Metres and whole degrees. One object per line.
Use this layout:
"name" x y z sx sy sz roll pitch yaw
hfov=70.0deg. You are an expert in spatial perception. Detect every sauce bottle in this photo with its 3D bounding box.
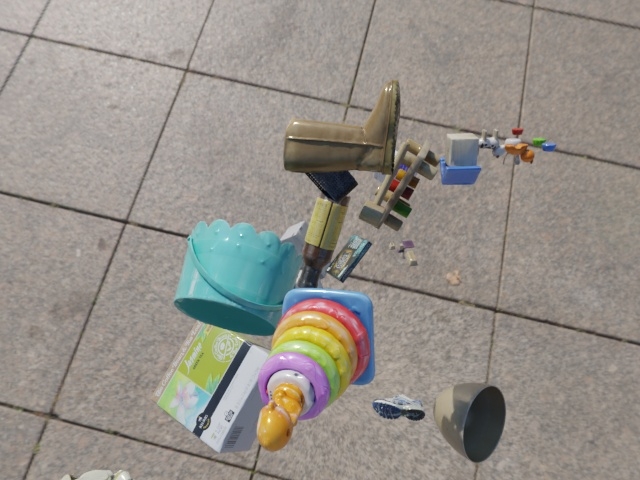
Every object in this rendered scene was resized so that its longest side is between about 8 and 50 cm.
"sauce bottle" 0.000 0.000 1.521 0.111 0.111 0.344 20 100 7

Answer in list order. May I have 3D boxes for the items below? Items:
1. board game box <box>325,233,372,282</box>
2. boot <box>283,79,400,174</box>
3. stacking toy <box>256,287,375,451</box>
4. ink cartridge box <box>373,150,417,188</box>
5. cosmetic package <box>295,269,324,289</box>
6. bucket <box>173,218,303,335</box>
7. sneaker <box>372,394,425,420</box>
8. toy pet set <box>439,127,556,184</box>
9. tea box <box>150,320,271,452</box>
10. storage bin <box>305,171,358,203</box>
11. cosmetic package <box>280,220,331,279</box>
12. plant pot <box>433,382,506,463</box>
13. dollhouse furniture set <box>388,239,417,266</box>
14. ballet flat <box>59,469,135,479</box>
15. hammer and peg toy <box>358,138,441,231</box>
"board game box" 0.107 0.067 1.746 0.026 0.126 0.186 40 84 -28
"boot" 0.050 -0.275 1.107 0.270 0.089 0.236 7 92 14
"stacking toy" -0.025 0.199 0.668 0.166 0.302 0.175 1 106 17
"ink cartridge box" 0.337 -0.300 2.025 0.208 0.206 0.045 38 64 20
"cosmetic package" -0.096 0.218 1.823 0.151 0.184 0.151 -13 101 35
"bucket" -0.190 0.095 1.051 0.281 0.281 0.183 11 65 4
"sneaker" 0.203 0.431 1.192 0.135 0.058 0.052 8 114 7
"toy pet set" 0.217 -0.101 0.585 0.114 0.122 0.065 0 112 6
"tea box" -0.326 0.481 1.556 0.324 0.220 0.329 23 78 27
"storage bin" 0.009 -0.199 1.283 0.084 0.122 0.180 -43 110 -1
"cosmetic package" -0.062 0.051 1.951 0.107 0.127 0.238 -24 108 31
"plant pot" 0.548 0.668 1.748 0.284 0.191 0.284 -3 95 -38
"dollhouse furniture set" 0.312 0.071 1.719 0.091 0.081 0.114 -7 45 -6
"ballet flat" -0.383 0.454 0.819 0.086 0.248 0.086 -8 61 16
"hammer and peg toy" 0.241 -0.159 1.334 0.127 0.361 0.266 32 116 4
